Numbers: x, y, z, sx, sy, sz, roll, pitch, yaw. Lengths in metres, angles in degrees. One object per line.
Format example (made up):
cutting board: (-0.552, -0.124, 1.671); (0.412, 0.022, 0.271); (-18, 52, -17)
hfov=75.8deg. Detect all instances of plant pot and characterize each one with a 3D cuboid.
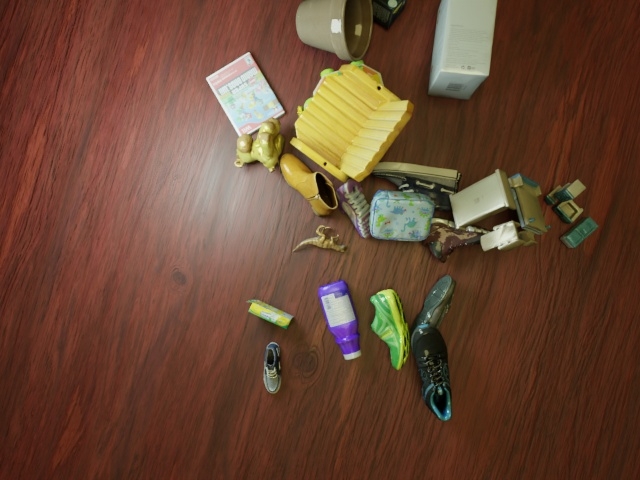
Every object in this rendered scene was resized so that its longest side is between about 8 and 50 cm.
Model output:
plant pot: (0.042, -0.808, 1.523); (0.229, 0.263, 0.263); (14, 88, 27)

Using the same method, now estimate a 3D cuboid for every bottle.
bottle: (0.081, 0.296, 1.530); (0.118, 0.092, 0.283); (-18, 87, 3)

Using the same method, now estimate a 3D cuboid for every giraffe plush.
giraffe plush: (-0.243, -0.353, 1.564); (0.170, 0.181, 0.211); (5, 122, 13)

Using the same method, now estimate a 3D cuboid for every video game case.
video game case: (-0.297, -0.572, 1.626); (0.204, 0.025, 0.285); (-31, 86, 1)

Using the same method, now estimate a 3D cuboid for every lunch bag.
lunch bag: (0.286, -0.085, 1.477); (0.218, 0.090, 0.176); (3, 118, 1)

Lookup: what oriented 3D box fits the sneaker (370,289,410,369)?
sneaker: (0.257, 0.329, 1.528); (0.123, 0.109, 0.296); (-11, 90, 28)

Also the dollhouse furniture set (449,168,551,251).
dollhouse furniture set: (0.648, -0.066, 1.440); (0.303, 0.198, 0.287); (12, 62, -34)

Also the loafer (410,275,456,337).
loafer: (0.432, 0.258, 1.525); (0.084, 0.096, 0.268); (28, 97, -15)

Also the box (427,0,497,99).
box: (0.512, -0.727, 1.493); (0.168, 0.215, 0.346); (7, 88, 3)

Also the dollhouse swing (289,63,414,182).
dollhouse swing: (0.091, -0.405, 1.397); (0.315, 0.305, 0.347); (36, 98, -5)

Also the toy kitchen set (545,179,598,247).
toy kitchen set: (0.902, -0.090, 1.465); (0.122, 0.166, 0.207); (-42, 86, 1)

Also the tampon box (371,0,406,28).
tampon box: (0.236, -0.924, 1.564); (0.161, 0.101, 0.120); (36, 79, 5)

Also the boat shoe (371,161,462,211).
boat shoe: (0.343, -0.196, 1.523); (0.340, 0.127, 0.158); (8, 94, 4)

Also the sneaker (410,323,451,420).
sneaker: (0.410, 0.463, 1.451); (0.124, 0.140, 0.341); (-14, 100, 1)

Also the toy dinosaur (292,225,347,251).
toy dinosaur: (0.000, 0.000, 1.564); (0.211, 0.064, 0.113); (7, 89, 4)

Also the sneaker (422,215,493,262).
sneaker: (0.513, 0.015, 1.526); (0.281, 0.106, 0.163); (15, 96, 12)

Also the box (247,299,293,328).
box: (-0.194, 0.271, 1.541); (0.179, 0.105, 0.043); (26, 88, 5)

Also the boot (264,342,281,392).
boot: (-0.186, 0.485, 1.540); (0.069, 0.086, 0.190); (-3, 87, 3)

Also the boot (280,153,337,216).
boot: (-0.037, -0.223, 1.495); (0.104, 0.211, 0.295); (-33, 89, -15)

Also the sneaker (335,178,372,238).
sneaker: (0.128, -0.115, 1.554); (0.095, 0.104, 0.237); (-37, 108, -39)

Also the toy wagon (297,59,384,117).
toy wagon: (0.077, -0.533, 1.581); (0.344, 0.068, 0.268); (-15, 86, 2)
